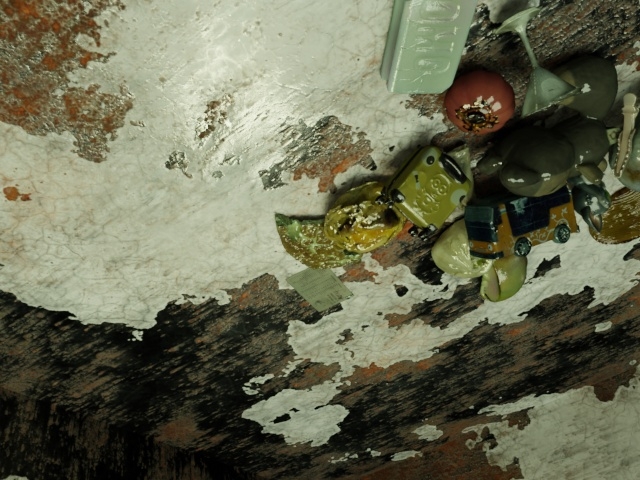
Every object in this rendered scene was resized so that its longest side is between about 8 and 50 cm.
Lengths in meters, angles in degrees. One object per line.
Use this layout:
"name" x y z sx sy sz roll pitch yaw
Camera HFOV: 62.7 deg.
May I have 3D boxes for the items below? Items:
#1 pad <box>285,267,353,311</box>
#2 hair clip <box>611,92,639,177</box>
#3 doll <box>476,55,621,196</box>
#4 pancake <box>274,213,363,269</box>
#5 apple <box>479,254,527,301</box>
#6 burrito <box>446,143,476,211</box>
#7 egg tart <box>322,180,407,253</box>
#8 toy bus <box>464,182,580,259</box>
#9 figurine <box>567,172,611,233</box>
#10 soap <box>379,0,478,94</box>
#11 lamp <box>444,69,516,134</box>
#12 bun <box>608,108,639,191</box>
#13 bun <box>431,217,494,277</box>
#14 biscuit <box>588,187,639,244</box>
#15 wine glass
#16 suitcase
"pad" 0.002 0.178 1.940 0.159 0.009 0.265 -26 136 14
"hair clip" 0.834 -0.283 1.428 0.072 0.034 0.226 -9 108 -38
"doll" 0.627 -0.301 1.475 0.382 0.252 0.379 -15 108 -15
"pancake" -0.002 -0.003 1.717 0.197 0.054 0.376 -43 132 19
"apple" 0.725 0.141 2.018 0.193 0.120 0.265 -21 141 -8
"burrito" 0.440 -0.189 1.630 0.082 0.059 0.275 -18 138 14
"egg tart" 0.150 -0.054 1.628 0.297 0.132 0.297 -10 136 -10
"toy bus" 0.628 -0.063 1.655 0.323 0.162 0.194 -16 100 -16
"figurine" 0.847 -0.159 1.691 0.265 0.193 0.140 26 127 -21
"soap" 0.254 -0.493 1.226 0.172 0.095 0.290 -4 137 -12
"lamp" 0.414 -0.352 1.371 0.182 0.140 0.182 13 151 8
"bun" 0.999 -0.307 1.514 0.361 0.211 0.362 -29 152 -17
"bun" 0.512 0.041 1.820 0.259 0.160 0.259 -6 140 -6
"biscuit" 1.147 -0.097 1.927 0.317 0.040 0.318 -8 137 -7
"wine glass" 0.512 -0.427 1.260 0.156 0.232 0.156 -23 -178 1
"suitcase" 0.298 -0.146 1.525 0.194 0.143 0.235 41 88 -19
